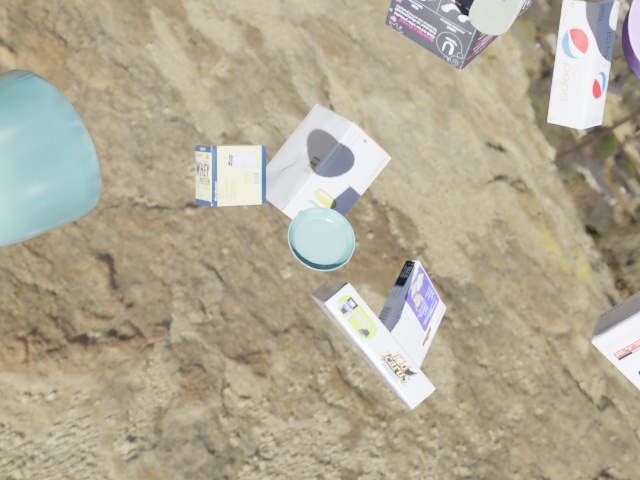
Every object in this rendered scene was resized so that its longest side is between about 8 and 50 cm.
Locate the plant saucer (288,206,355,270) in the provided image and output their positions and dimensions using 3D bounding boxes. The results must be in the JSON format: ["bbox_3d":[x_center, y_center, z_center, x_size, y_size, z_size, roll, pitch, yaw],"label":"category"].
[{"bbox_3d":[0.000,0.000,1.510,0.119,0.021,0.119,5,67,-12],"label":"plant saucer"}]

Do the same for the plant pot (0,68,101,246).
[{"bbox_3d":[-0.572,-0.121,1.515,0.235,0.293,0.293,-37,93,-43],"label":"plant pot"}]

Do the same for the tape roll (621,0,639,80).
[{"bbox_3d":[0.529,-0.300,1.233,0.189,0.189,0.080,61,10,6],"label":"tape roll"}]

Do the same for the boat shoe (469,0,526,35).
[{"bbox_3d":[0.254,-0.358,1.098,0.079,0.227,0.081,26,61,-2],"label":"boat shoe"}]

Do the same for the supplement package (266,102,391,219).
[{"bbox_3d":[-0.001,-0.164,2.081,0.145,0.262,0.204,38,1,-34],"label":"supplement package"}]

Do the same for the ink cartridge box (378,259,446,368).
[{"bbox_3d":[0.213,0.186,2.060,0.206,0.045,0.208,-62,140,-25],"label":"ink cartridge box"}]

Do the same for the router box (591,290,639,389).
[{"bbox_3d":[0.695,0.178,1.491,0.301,0.335,0.082,44,39,-5],"label":"router box"}]

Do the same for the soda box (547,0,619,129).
[{"bbox_3d":[0.453,-0.307,1.508,0.069,0.074,0.216,-16,117,-41],"label":"soda box"}]

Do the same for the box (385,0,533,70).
[{"bbox_3d":[0.248,-0.424,1.444,0.163,0.142,0.247,35,55,15],"label":"box"}]

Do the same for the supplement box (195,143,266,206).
[{"bbox_3d":[-0.124,-0.091,1.204,0.083,0.056,0.083,-4,99,-30],"label":"supplement box"}]

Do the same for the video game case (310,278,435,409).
[{"bbox_3d":[0.091,0.183,1.634,0.244,0.061,0.269,52,-5,-3],"label":"video game case"}]
